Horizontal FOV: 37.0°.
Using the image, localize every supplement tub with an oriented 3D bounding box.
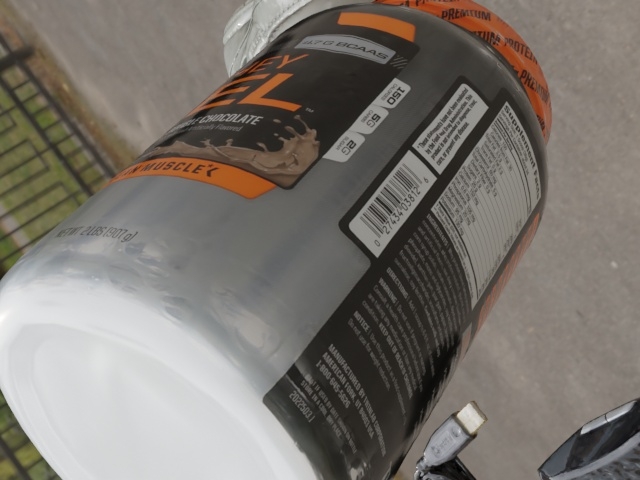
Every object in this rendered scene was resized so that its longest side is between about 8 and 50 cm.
[{"bbox_3d":[0.000,0.000,0.543,0.207,0.338,0.207,19,134,21],"label":"supplement tub"}]

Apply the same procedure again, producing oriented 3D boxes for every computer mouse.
[{"bbox_3d":[0.191,0.148,0.697,0.184,0.060,0.262,32,133,-11],"label":"computer mouse"}]

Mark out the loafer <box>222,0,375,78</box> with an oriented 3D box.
[{"bbox_3d":[-0.006,-0.164,0.773,0.319,0.112,0.111,164,98,-74],"label":"loafer"}]
